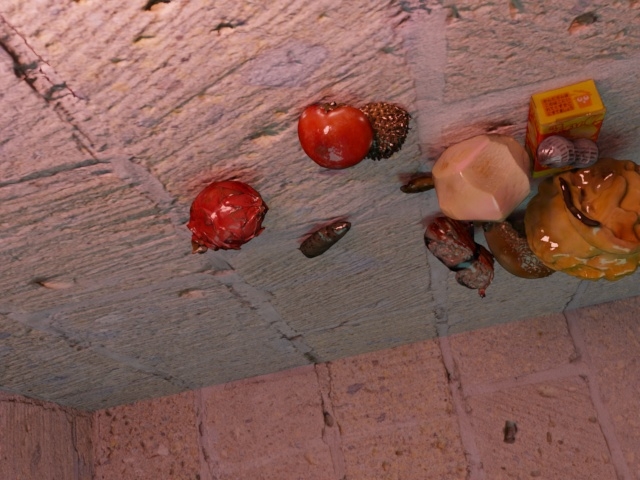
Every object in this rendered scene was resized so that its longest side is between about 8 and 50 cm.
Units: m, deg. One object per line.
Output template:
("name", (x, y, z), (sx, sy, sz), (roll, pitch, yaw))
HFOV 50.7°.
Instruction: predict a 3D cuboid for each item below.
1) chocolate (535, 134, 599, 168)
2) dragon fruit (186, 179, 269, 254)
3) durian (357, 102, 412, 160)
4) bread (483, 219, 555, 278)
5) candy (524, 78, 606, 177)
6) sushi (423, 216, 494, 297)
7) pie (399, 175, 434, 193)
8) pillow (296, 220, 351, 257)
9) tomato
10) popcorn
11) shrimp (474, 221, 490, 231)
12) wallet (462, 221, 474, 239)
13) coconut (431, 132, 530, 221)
("chocolate", (0.547, -0.195, 1.496), (0.166, 0.072, 0.072), (-1, 156, -23))
("dragon fruit", (-0.219, -0.056, 1.589), (0.209, 0.172, 0.172), (-25, 155, 11))
("durian", (0.112, -0.216, 1.451), (0.188, 0.092, 0.148), (-14, 157, 13))
("bread", (0.669, 0.025, 2.134), (0.313, 0.192, 0.171), (5, 175, -22))
("candy", (0.561, -0.251, 1.575), (0.146, 0.088, 0.276), (-16, 157, 9))
("sushi", (0.432, 0.042, 2.077), (0.332, 0.124, 0.130), (40, 128, -20))
("pie", (0.280, -0.147, 1.771), (0.190, 0.033, 0.088), (-9, 166, -18))
("pillow", (-0.001, 0.000, 1.974), (0.093, 0.051, 0.241), (3, 156, -30))
("tomato", (0.025, -0.202, 1.364), (0.159, 0.091, 0.139), (4, 130, 12))
("popcorn", (0.689, -0.054, 1.724), (0.348, 0.349, 0.381), (-21, 168, 24))
("shrimp", (0.523, -0.086, 2.002), (0.132, 0.052, 0.187), (-2, 154, -19))
("wallet", (0.443, 0.000, 2.211), (0.119, 0.025, 0.232), (-14, 157, 9))
("coconut", (0.377, -0.137, 1.611), (0.236, 0.237, 0.197), (-24, 123, 30))
